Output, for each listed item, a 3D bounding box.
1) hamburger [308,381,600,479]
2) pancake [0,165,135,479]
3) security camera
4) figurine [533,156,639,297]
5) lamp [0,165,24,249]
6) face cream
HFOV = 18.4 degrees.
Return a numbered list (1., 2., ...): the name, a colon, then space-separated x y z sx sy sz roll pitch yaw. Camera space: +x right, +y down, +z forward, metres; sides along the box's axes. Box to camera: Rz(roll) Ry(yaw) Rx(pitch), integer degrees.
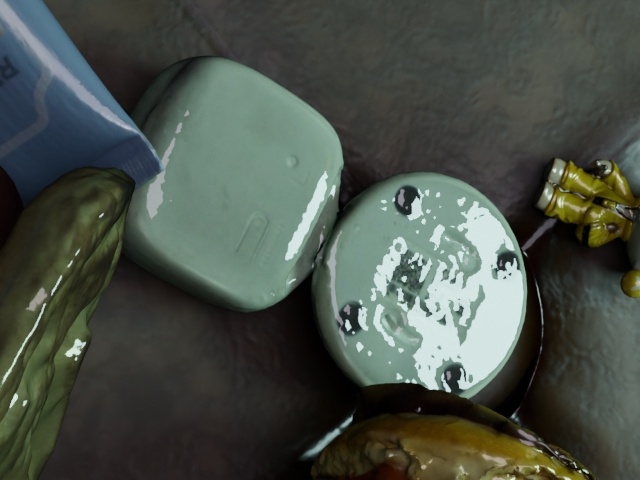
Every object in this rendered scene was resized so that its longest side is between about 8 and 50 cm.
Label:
1. hamburger: 0.082 0.212 1.238 0.244 0.244 0.163 39 65 -13
2. pancake: -0.176 0.088 1.136 0.049 0.294 0.294 22 79 3
3. security camera: 0.000 0.000 1.301 0.301 0.080 0.157 30 75 -18
4. figurine: 0.221 -0.009 1.391 0.143 0.068 0.101 -1 83 -7
5. lamp: -0.272 0.022 1.156 0.180 0.180 0.258 22 78 -17
6. face cream: -0.246 -0.176 1.216 0.385 0.135 0.086 57 33 -5
